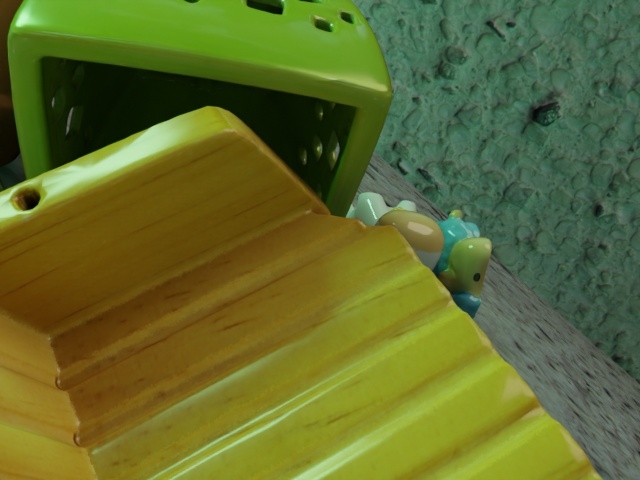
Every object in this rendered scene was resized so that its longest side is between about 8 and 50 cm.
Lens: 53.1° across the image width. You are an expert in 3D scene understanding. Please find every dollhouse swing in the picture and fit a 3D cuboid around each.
[{"bbox_3d":[-0.055,0.052,0.209,0.347,0.315,0.305,54,-15,36],"label":"dollhouse swing"}]

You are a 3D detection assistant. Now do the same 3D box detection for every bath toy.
[{"bbox_3d":[0.000,0.000,0.663,0.348,0.129,0.151,12,-14,-17],"label":"bath toy"}]

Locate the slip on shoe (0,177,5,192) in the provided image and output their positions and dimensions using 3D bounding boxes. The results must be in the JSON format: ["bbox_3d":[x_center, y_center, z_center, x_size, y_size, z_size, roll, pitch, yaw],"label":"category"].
[{"bbox_3d":[-0.243,-0.048,0.431,0.135,0.051,0.041,69,-12,-19],"label":"slip on shoe"}]

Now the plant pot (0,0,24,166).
[{"bbox_3d":[-0.305,-0.224,0.486,0.291,0.203,0.291,42,9,-9],"label":"plant pot"}]

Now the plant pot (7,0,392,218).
[{"bbox_3d":[-0.089,-0.118,0.504,0.228,0.227,0.207,8,53,-12],"label":"plant pot"}]
